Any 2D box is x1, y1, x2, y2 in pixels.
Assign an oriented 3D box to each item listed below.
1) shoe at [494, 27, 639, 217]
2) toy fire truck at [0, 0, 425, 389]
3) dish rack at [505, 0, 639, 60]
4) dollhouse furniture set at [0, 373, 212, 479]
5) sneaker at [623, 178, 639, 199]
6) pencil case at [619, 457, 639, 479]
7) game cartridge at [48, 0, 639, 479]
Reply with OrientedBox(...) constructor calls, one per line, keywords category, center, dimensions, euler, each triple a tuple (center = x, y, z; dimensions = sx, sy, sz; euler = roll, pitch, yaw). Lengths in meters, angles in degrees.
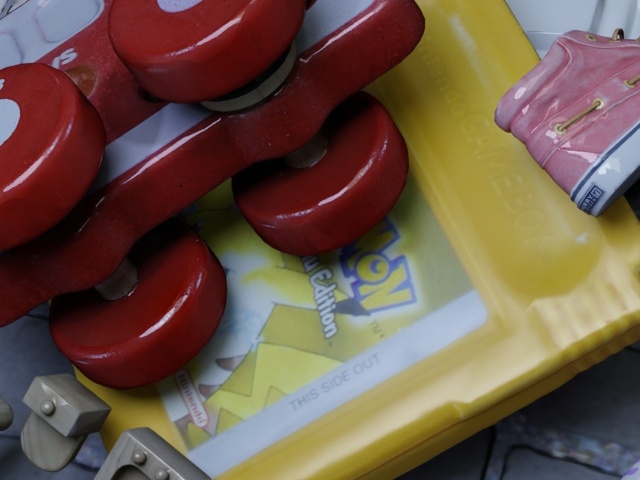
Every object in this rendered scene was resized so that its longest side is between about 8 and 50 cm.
OrientedBox(category="shoe", center=(0.173, -0.092, 0.900), dimensions=(0.081, 0.063, 0.178), euler=(44, 62, 12))
OrientedBox(category="toy fire truck", center=(-0.104, -0.087, 0.929), dimensions=(0.302, 0.169, 0.254), euler=(-35, 44, 2))
OrientedBox(category="dish rack", center=(0.082, -0.187, 1.100), dimensions=(0.332, 0.072, 0.286), euler=(5, 54, 22))
OrientedBox(category="dollhouse furniture set", center=(-0.174, 0.142, 0.869), dimensions=(0.151, 0.123, 0.144), euler=(37, 104, 20))
OrientedBox(category="sneaker", center=(0.201, -0.074, 1.076), dimensions=(0.209, 0.069, 0.082), euler=(-18, 18, 3))
OrientedBox(category="pencil case", center=(0.182, 0.155, 0.901), dimensions=(0.206, 0.086, 0.088), euler=(-41, 29, -25))
OrientedBox(category="game cartridge", center=(0.000, 0.000, 0.959), dimensions=(0.323, 0.052, 0.285), euler=(-31, 62, 8))
